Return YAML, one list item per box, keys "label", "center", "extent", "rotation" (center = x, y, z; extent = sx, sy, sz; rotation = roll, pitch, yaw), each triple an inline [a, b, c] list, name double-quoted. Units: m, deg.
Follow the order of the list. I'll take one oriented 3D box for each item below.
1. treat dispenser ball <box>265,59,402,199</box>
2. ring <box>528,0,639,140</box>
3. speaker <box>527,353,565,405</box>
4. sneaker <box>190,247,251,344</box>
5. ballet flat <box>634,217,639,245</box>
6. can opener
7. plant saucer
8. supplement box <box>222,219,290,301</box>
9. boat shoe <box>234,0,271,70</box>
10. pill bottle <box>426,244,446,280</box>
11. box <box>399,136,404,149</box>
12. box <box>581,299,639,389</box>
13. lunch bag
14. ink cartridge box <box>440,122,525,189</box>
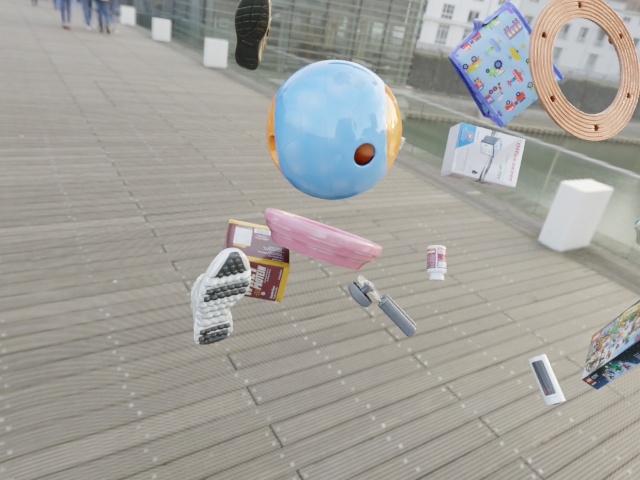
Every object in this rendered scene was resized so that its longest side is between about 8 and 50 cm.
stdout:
- label: "treat dispenser ball"
  center: [0.028, -0.231, 1.012]
  extent: [0.287, 0.289, 0.288]
  rotation: [9, 26, -4]
- label: "ring"
  center: [0.597, -0.391, 1.082]
  extent: [0.336, 0.337, 0.032]
  rotation: [0, -1, -21]
- label: "speaker"
  center: [0.647, 0.400, 1.367]
  extent: [0.055, 0.055, 0.136]
  rotation: [-2, 62, -24]
- label: "sneaker"
  center: [-0.234, 0.108, 1.040]
  extent: [0.109, 0.292, 0.118]
  rotation: [-5, 50, -33]
- label: "ballet flat"
  center: [0.756, -0.005, 1.091]
  extent: [0.168, 0.057, 0.053]
  rotation: [23, 39, -44]
- label: "can opener"
  center: [0.219, 0.242, 1.713]
  extent: [0.283, 0.095, 0.076]
  rotation: [46, 17, 1]
- label: "plant saucer"
  center: [0.000, 0.000, 1.288]
  extent: [0.331, 0.084, 0.332]
  rotation: [18, 4, -1]
- label: "supplement box"
  center: [-0.193, 0.057, 1.403]
  extent: [0.191, 0.129, 0.194]
  rotation: [11, 32, -10]
- label: "boat shoe"
  center: [-0.237, -0.764, 1.699]
  extent: [0.122, 0.324, 0.120]
  rotation: [23, 59, -7]
- label: "pill bottle"
  center: [0.517, 0.103, 2.127]
  extent: [0.085, 0.152, 0.086]
  rotation: [3, -13, 1]
- label: "box"
  center: [0.135, -0.324, 1.388]
  extent: [0.114, 0.036, 0.207]
  rotation: [0, 30, -40]
- label: "box"
  center: [0.715, 0.232, 1.115]
  extent: [0.044, 0.233, 0.159]
  rotation: [33, 49, 13]
- label: "lunch bag"
  center: [0.531, -0.528, 1.414]
  extent: [0.293, 0.221, 0.138]
  rotation: [44, 15, -27]
- label: "ink cartridge box"
  center: [0.442, -0.227, 1.302]
  extent: [0.190, 0.140, 0.082]
  rotation: [12, -1, -8]
